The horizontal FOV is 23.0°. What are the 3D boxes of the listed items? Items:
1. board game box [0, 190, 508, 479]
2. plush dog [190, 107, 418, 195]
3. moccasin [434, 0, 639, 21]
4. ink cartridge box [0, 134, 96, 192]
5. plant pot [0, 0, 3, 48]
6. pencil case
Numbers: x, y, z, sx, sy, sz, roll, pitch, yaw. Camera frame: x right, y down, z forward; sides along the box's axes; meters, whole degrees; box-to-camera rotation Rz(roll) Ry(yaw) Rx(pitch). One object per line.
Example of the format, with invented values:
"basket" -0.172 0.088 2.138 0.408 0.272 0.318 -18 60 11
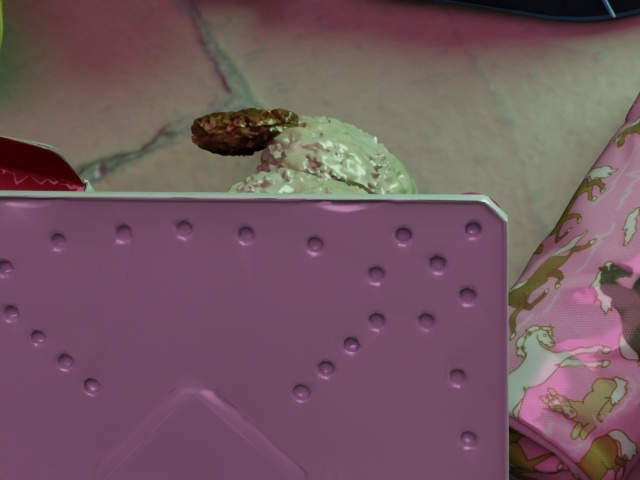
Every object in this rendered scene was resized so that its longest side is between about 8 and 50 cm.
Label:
"board game box" -0.072 0.149 1.027 0.389 0.050 0.390 1 110 10
"plush dog" 0.000 0.000 1.139 0.262 0.210 0.225 40 38 -20
"moccasin" 0.164 -0.246 1.266 0.342 0.117 0.138 -4 71 5
"ink cartridge box" -0.313 0.006 1.150 0.309 0.272 0.130 11 73 10
"plant pot" -0.387 -0.251 1.276 0.254 0.254 0.239 -11 54 2
"pencil case" 0.235 0.004 1.150 0.167 0.160 0.386 33 78 17
